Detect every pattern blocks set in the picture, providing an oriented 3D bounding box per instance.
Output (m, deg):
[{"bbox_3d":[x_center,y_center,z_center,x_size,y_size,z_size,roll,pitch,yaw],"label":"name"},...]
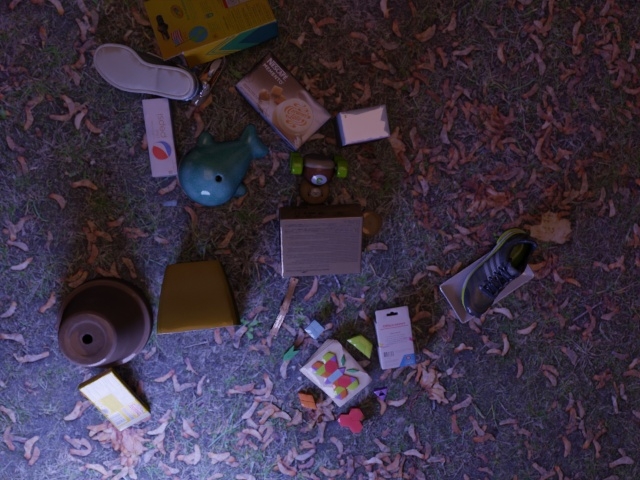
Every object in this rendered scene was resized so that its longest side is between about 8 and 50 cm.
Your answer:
[{"bbox_3d":[0.047,0.399,1.851,0.325,0.026,0.285,33,99,-2],"label":"pattern blocks set"}]

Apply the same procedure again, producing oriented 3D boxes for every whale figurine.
[{"bbox_3d":[-0.262,-0.210,1.723,0.272,0.141,0.216,-37,115,-13],"label":"whale figurine"}]

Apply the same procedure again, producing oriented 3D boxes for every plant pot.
[{"bbox_3d":[-0.609,0.240,1.692,0.263,0.229,0.263,0,94,-5],"label":"plant pot"},{"bbox_3d":[-0.342,0.157,1.732,0.212,0.212,0.187,-7,83,-5],"label":"plant pot"}]

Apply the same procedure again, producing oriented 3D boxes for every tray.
[{"bbox_3d":[0.505,0.122,1.892,0.270,0.030,0.145,-33,98,-2],"label":"tray"}]

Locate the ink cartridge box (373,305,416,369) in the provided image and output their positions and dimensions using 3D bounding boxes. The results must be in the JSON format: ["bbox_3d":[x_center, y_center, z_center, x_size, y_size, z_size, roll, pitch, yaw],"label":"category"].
[{"bbox_3d":[0.219,0.285,1.861,0.104,0.061,0.181,-8,97,-4],"label":"ink cartridge box"}]

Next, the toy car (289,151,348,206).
[{"bbox_3d":[-0.014,-0.149,1.769,0.155,0.149,0.188,3,107,-8],"label":"toy car"}]

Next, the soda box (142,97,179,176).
[{"bbox_3d":[-0.446,-0.287,1.740,0.074,0.069,0.216,-7,96,-5],"label":"soda box"}]

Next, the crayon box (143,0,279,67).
[{"bbox_3d":[-0.296,-0.605,1.688,0.319,0.081,0.202,-20,75,-4],"label":"crayon box"}]

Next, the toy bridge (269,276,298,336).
[{"bbox_3d":[-0.108,0.197,1.820,0.026,0.063,0.188,21,92,-7],"label":"toy bridge"}]

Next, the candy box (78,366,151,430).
[{"bbox_3d":[-0.585,0.456,1.772,0.105,0.027,0.206,-29,123,-3],"label":"candy box"}]

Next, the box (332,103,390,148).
[{"bbox_3d":[0.113,-0.318,1.742,0.130,0.170,0.091,-11,96,-4],"label":"box"}]

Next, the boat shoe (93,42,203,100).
[{"bbox_3d":[-0.472,-0.458,1.707,0.320,0.099,0.116,19,105,12],"label":"boat shoe"}]

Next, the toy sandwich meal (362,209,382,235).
[{"bbox_3d":[0.141,-0.050,1.842,0.086,0.029,0.085,0,92,-9],"label":"toy sandwich meal"}]

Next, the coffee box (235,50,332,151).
[{"bbox_3d":[-0.106,-0.389,1.750,0.141,0.098,0.246,-44,98,-1],"label":"coffee box"}]

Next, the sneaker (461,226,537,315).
[{"bbox_3d":[0.522,0.093,1.814,0.111,0.121,0.300,33,91,-7],"label":"sneaker"}]

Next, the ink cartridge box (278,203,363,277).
[{"bbox_3d":[0.000,0.000,1.769,0.235,0.088,0.193,-2,121,-7],"label":"ink cartridge box"}]

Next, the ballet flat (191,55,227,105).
[{"bbox_3d":[-0.319,-0.459,1.745,0.057,0.052,0.168,30,92,-8],"label":"ballet flat"}]
